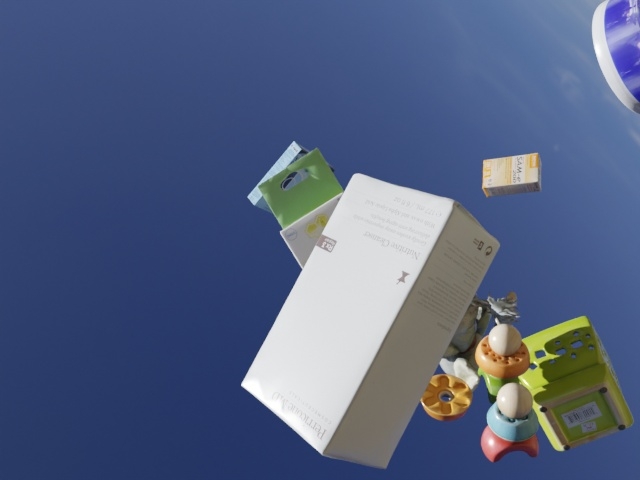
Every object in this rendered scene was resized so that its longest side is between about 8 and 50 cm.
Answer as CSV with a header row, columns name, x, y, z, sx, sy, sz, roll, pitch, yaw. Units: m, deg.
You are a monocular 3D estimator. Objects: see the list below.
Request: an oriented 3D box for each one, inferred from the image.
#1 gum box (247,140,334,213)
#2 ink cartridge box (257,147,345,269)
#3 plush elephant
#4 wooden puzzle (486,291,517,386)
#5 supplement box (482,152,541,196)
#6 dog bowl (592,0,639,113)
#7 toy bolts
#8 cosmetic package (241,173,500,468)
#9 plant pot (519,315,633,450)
name,x,y,z,sx,sy,sz,roll,pitch,yaw
gum box,-0.072,-0.146,1.655,0.157,0.184,0.041,24,-158,-53
ink cartridge box,-0.016,-0.063,1.439,0.235,0.171,0.056,58,-171,-3
plush elephant,0.285,0.208,1.487,0.330,0.255,0.272,12,-138,24
wooden puzzle,0.528,0.294,1.913,0.044,0.238,0.221,10,-157,24
supplement box,0.346,-0.118,1.171,0.036,0.098,0.062,46,-134,-50
dog bowl,0.698,-0.409,1.376,0.265,0.104,0.264,11,-109,-34
toy bolts,0.303,0.273,1.190,0.218,0.158,0.228,-10,-143,-5
cosmetic package,0.073,0.115,0.981,0.217,0.385,0.156,22,172,46
plant pot,0.605,0.357,1.570,0.227,0.228,0.207,58,-163,-22
